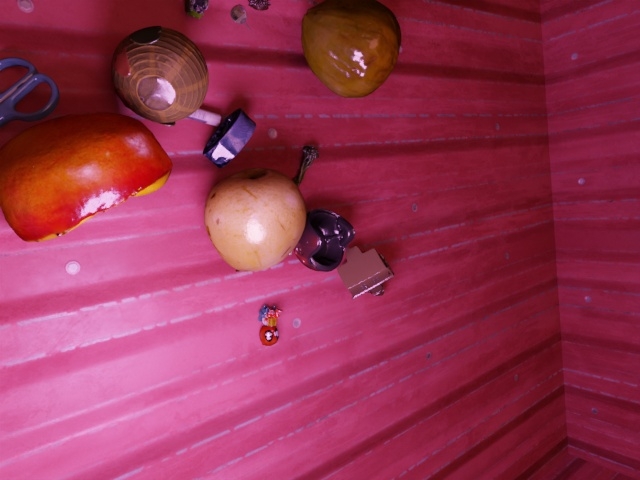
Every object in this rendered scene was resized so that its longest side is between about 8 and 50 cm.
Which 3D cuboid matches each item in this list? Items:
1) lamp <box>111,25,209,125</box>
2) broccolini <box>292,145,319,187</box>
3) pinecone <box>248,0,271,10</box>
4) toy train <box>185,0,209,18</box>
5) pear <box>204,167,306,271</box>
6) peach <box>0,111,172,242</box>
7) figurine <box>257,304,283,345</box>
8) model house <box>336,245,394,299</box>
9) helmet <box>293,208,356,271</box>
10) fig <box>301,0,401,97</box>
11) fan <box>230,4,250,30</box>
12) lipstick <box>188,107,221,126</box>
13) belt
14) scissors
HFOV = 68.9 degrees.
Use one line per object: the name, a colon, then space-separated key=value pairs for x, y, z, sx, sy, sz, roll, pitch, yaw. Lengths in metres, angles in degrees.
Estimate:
lamp: x=-0.424 y=-0.457 z=1.257 sx=0.250 sy=0.250 sz=0.284 roll=35 pitch=31 yaw=-32
broccolini: x=-0.065 y=-0.232 z=1.626 sx=0.067 sy=0.058 sz=0.216 roll=33 pitch=72 yaw=-35
pinecone: x=-0.198 y=-0.785 z=1.505 sx=0.077 sy=0.077 sz=0.083 roll=-5 pitch=90 yaw=-36
toy train: x=-0.365 y=-0.761 z=1.382 sx=0.060 sy=0.081 sz=0.202 roll=5 pitch=81 yaw=-37
pear: x=-0.192 y=-0.063 z=1.391 sx=0.309 sy=0.309 sz=0.309 roll=-1 pitch=92 yaw=-37
peach: x=-0.569 y=-0.174 z=1.113 sx=0.380 sy=0.306 sz=0.242 roll=-28 pitch=114 yaw=-27
figurine: x=-0.172 y=0.287 z=1.551 sx=0.068 sy=0.075 sz=0.140 roll=5 pitch=99 yaw=-38
model house: x=0.187 y=0.142 z=1.780 sx=0.181 sy=0.176 sz=0.248 roll=-30 pitch=140 yaw=8
helmet: x=0.000 y=0.000 z=1.594 sx=0.189 sy=0.193 sz=0.216 roll=-15 pitch=96 yaw=-42
fig: x=0.096 y=-0.665 z=1.588 sx=0.343 sy=0.343 sz=0.343 roll=-1 pitch=92 yaw=-37
fan: x=-0.260 y=-0.715 z=1.503 sx=0.060 sy=0.003 sz=0.080 roll=-21 pitch=103 yaw=-34
lipstick: x=-0.372 y=-0.380 z=1.406 sx=0.141 sy=0.040 sz=0.040 roll=8 pitch=86 yaw=-37
belt: x=-0.279 y=-0.309 z=1.413 sx=0.082 sy=0.141 sz=0.190 roll=41 pitch=71 yaw=-28
scissors: x=-0.805 y=-0.239 z=1.060 sx=0.193 sy=0.029 sz=0.447 roll=37 pitch=75 yaw=9
